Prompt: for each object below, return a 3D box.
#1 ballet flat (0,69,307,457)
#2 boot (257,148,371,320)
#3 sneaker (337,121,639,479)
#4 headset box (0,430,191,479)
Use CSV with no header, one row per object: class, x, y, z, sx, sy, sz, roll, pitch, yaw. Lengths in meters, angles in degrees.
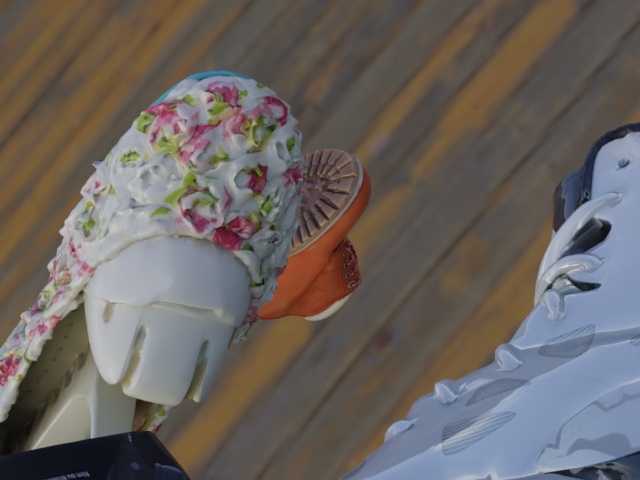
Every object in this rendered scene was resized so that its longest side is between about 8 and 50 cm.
ballet flat,-0.072,0.047,0.714,0.241,0.091,0.077,-56,29,34
boot,0.000,0.000,1.213,0.158,0.085,0.059,-46,41,44
sneaker,0.113,0.090,0.921,0.448,0.169,0.257,-17,37,-10
headset box,-0.051,0.232,0.438,0.283,0.131,0.246,47,125,29
